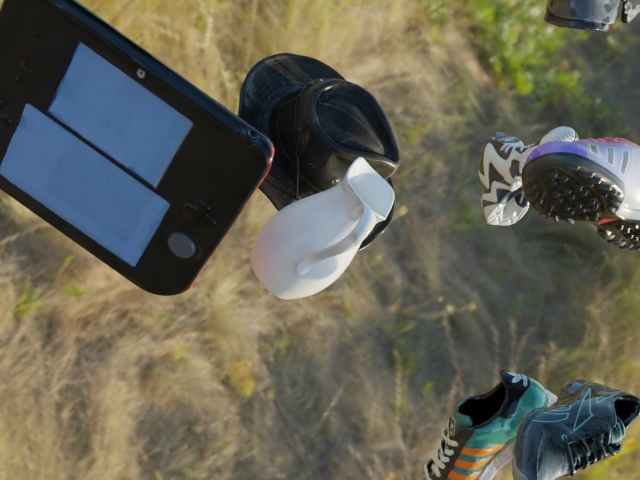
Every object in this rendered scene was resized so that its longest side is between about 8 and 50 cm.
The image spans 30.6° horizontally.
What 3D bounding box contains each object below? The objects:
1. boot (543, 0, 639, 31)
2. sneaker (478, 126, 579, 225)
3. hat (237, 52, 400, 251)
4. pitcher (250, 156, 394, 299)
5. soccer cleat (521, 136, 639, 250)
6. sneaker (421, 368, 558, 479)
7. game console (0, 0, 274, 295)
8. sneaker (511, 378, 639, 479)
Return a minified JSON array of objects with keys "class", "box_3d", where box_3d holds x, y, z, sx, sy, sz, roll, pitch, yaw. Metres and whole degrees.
[{"class":"boot","box_3d":[0.322,-0.356,1.194,0.338,0.118,0.223,-31,129,-34]},{"class":"sneaker","box_3d":[0.341,-0.150,1.997,0.094,0.235,0.153,2,53,-23]},{"class":"hat","box_3d":[0.033,-0.152,1.770,0.331,0.134,0.332,18,62,-38]},{"class":"pitcher","box_3d":[0.000,0.000,1.607,0.125,0.207,0.178,45,21,-13]},{"class":"soccer cleat","box_3d":[0.330,-0.077,1.380,0.318,0.108,0.117,19,64,-47]},{"class":"sneaker","box_3d":[0.229,0.316,1.838,0.121,0.302,0.108,36,17,-19]},{"class":"game console","box_3d":[-0.280,-0.119,1.520,0.386,0.342,0.060,35,47,-3]},{"class":"sneaker","box_3d":[0.348,0.263,1.591,0.267,0.106,0.101,-34,118,-47]}]
